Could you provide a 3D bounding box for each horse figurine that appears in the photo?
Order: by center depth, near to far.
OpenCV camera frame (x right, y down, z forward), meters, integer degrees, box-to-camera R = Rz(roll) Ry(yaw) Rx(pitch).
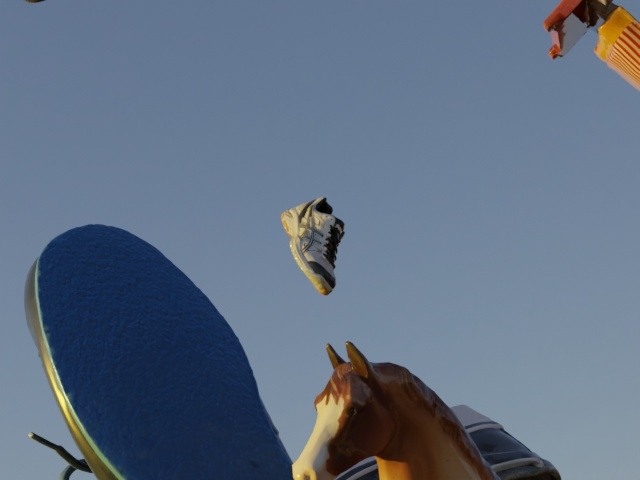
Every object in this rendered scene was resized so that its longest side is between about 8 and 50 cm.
[{"bbox_3d":[0.087,0.172,0.547,0.263,0.174,0.066,25,-18,-6],"label":"horse figurine"}]

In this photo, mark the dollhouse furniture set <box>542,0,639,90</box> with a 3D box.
[{"bbox_3d":[0.282,-0.184,1.062,0.152,0.201,0.374,-50,-15,3],"label":"dollhouse furniture set"}]

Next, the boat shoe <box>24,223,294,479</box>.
[{"bbox_3d":[-0.066,0.116,0.636,0.109,0.258,0.089,-19,-20,-31],"label":"boat shoe"}]

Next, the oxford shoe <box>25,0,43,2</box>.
[{"bbox_3d":[-0.291,-0.367,1.616,0.227,0.083,0.096,-44,-19,20],"label":"oxford shoe"}]

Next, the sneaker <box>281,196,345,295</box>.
[{"bbox_3d":[0.000,0.000,0.914,0.037,0.083,0.032,-28,-48,6],"label":"sneaker"}]

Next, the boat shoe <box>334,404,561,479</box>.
[{"bbox_3d":[0.055,0.200,0.937,0.105,0.113,0.306,27,22,33],"label":"boat shoe"}]
